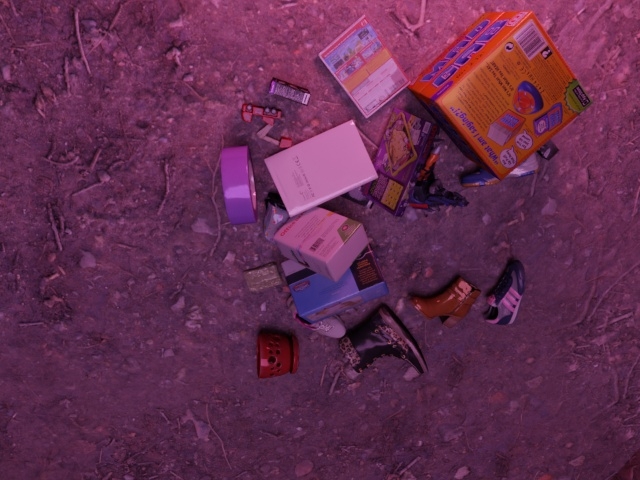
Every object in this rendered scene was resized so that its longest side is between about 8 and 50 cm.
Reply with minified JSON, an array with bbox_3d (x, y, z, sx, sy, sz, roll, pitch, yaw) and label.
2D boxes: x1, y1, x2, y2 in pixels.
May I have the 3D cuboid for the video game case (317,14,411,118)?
[{"bbox_3d":[0.156,-0.604,1.675,0.204,0.025,0.285,-37,112,12],"label":"video game case"}]

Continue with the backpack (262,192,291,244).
[{"bbox_3d":[-0.159,-0.078,1.838,0.152,0.115,0.181,17,111,-13],"label":"backpack"}]

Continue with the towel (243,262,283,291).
[{"bbox_3d":[-0.239,0.157,1.987,0.148,0.027,0.110,-17,116,3],"label":"towel"}]

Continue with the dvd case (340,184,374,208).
[{"bbox_3d":[0.135,-0.234,1.846,0.221,0.018,0.164,21,110,-13],"label":"dvd case"}]

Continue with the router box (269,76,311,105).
[{"bbox_3d":[-0.105,-0.506,1.612,0.133,0.179,0.046,16,110,-11],"label":"router box"}]

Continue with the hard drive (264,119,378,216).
[{"bbox_3d":[0.003,-0.262,1.747,0.353,0.047,0.233,-24,93,0],"label":"hard drive"}]

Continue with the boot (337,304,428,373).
[{"bbox_3d":[0.282,0.499,2.127,0.284,0.138,0.377,-34,109,9],"label":"boot"}]

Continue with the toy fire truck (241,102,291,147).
[{"bbox_3d":[-0.193,-0.414,1.719,0.192,0.047,0.135,7,113,-9],"label":"toy fire truck"}]

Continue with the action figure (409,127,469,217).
[{"bbox_3d":[0.421,-0.234,1.765,0.179,0.341,0.330,-35,130,-35],"label":"action figure"}]

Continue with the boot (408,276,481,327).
[{"bbox_3d":[0.540,0.248,2.050,0.284,0.109,0.220,28,110,-18],"label":"boot"}]

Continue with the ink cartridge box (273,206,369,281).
[{"bbox_3d":[0.000,0.000,1.724,0.201,0.278,0.117,-48,138,-22],"label":"ink cartridge box"}]

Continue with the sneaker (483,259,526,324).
[{"bbox_3d":[0.796,0.233,2.066,0.131,0.112,0.318,-2,114,-7],"label":"sneaker"}]

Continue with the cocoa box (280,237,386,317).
[{"bbox_3d":[0.063,0.150,1.852,0.347,0.231,0.227,-23,70,5],"label":"cocoa box"}]

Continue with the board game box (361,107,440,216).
[{"bbox_3d":[0.281,-0.283,1.721,0.056,0.208,0.346,2,117,-41],"label":"board game box"}]

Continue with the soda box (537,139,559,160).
[{"bbox_3d":[0.834,-0.384,1.820,0.169,0.053,0.060,39,106,-19],"label":"soda box"}]

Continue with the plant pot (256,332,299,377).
[{"bbox_3d":[-0.186,0.498,2.061,0.174,0.191,0.191,3,114,-12],"label":"plant pot"}]

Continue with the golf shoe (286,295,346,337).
[{"bbox_3d":[-0.014,0.350,2.034,0.306,0.140,0.115,33,106,-19],"label":"golf shoe"}]

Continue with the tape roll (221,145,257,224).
[{"bbox_3d":[-0.283,-0.194,1.686,0.090,0.274,0.274,-7,115,-2],"label":"tape roll"}]

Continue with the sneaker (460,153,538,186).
[{"bbox_3d":[0.679,-0.288,1.838,0.297,0.112,0.130,-15,97,0],"label":"sneaker"}]

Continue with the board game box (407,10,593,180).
[{"bbox_3d":[0.570,-0.487,1.583,0.356,0.356,0.356,-42,111,14],"label":"board game box"}]
